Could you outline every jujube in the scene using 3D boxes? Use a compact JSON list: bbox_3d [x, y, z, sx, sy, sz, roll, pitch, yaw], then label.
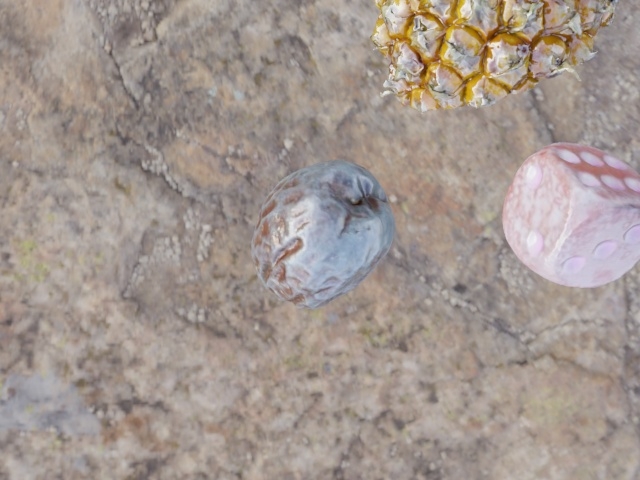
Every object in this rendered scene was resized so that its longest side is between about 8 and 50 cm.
[{"bbox_3d":[-0.003,-0.008,1.612,0.246,0.215,0.308,-32,170,-37],"label":"jujube"}]

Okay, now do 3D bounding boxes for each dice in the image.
[{"bbox_3d":[0.215,-0.021,0.768,0.093,0.094,0.091,4,126,-26],"label":"dice"}]

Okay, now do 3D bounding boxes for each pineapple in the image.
[{"bbox_3d":[0.215,-0.328,1.113,0.344,0.209,0.286,-35,125,-8],"label":"pineapple"}]
